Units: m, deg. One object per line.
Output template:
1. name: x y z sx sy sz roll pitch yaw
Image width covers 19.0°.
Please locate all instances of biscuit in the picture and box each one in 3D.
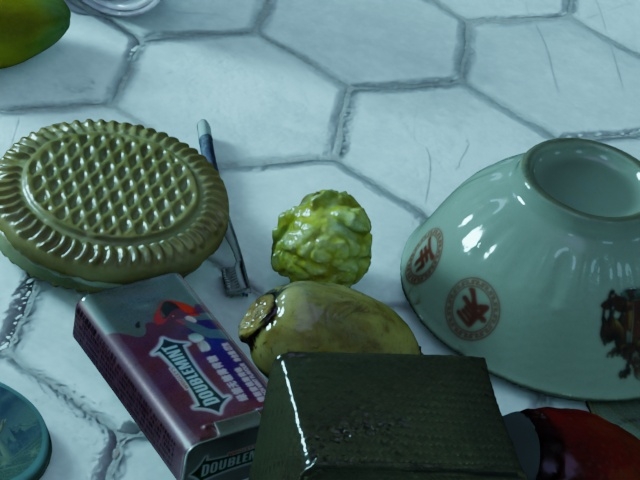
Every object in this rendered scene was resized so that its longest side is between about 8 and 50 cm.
1. biscuit: -0.217 -0.035 1.931 0.259 0.079 0.259 7 39 -6

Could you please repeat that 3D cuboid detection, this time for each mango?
1. mango: -0.373 -0.247 2.146 0.194 0.092 0.130 -7 40 -31

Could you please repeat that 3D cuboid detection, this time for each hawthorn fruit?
1. hawthorn fruit: 0.219 0.234 1.644 0.251 0.189 0.189 4 33 -45

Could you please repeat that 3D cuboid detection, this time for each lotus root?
1. lotus root: 0.028 0.106 1.790 0.221 0.118 0.125 20 49 -22

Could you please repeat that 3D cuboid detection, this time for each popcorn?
1. popcorn: 0.000 0.000 1.920 0.106 0.116 0.121 -9 39 2

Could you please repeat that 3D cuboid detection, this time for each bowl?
1. bowl: 0.260 -0.001 1.954 0.337 0.157 0.337 8 37 -6

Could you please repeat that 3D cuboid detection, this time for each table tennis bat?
1. table tennis bat: -0.346 0.151 1.694 0.237 0.038 0.149 33 42 20

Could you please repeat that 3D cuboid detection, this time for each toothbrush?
1. toothbrush: -0.107 -0.037 2.011 0.026 0.024 0.288 -10 42 -5

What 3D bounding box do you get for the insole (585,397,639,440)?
1. insole: 0.358 0.240 1.800 0.119 0.009 0.348 -6 41 -24

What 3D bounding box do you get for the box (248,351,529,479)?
1. box: 0.039 0.234 1.503 0.184 0.273 0.143 4 35 -13

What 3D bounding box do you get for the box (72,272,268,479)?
1. box: -0.128 0.126 1.759 0.120 0.069 0.224 -16 45 -31

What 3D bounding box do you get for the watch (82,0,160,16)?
1. watch: -0.256 -0.363 2.269 0.217 0.248 0.211 47 42 1
